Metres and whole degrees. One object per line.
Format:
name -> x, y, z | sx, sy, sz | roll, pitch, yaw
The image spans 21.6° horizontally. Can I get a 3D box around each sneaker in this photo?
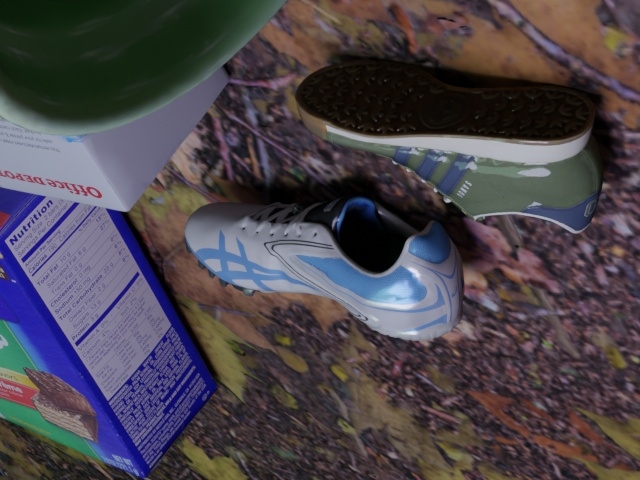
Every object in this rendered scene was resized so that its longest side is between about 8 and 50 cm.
sneaker -> 0.075, -0.046, 0.964 | 0.192, 0.064, 0.086 | 11, 139, 34
sneaker -> 0.000, 0.000, 1.125 | 0.237, 0.085, 0.086 | 15, 120, 41

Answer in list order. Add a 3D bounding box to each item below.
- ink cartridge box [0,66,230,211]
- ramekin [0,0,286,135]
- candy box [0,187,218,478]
ink cartridge box -> -0.167, -0.126, 1.048 | 0.128, 0.127, 0.176 | 12, 144, 37
ramekin -> -0.089, -0.208, 0.663 | 0.148, 0.303, 0.303 | 34, 154, 19
candy box -> -0.268, 0.035, 1.423 | 0.268, 0.122, 0.317 | 16, 145, 35
